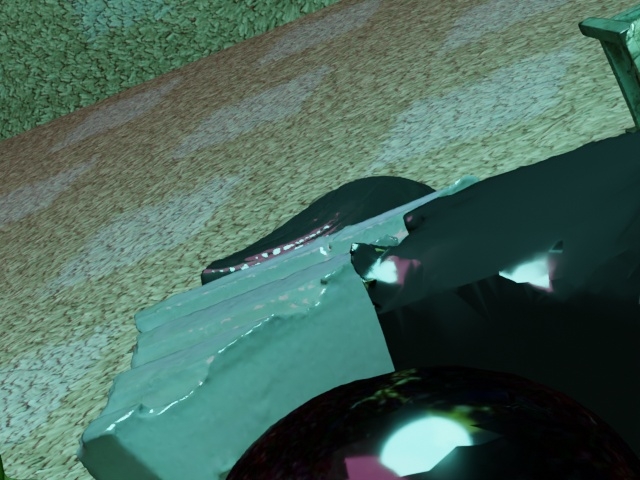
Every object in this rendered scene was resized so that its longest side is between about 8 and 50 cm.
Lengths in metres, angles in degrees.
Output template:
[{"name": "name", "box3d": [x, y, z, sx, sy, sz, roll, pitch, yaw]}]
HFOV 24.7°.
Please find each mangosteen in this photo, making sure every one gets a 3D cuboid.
[{"name": "mangosteen", "box3d": [0.064, 0.173, 0.670, 0.228, 0.228, 0.265, -18, -20, 24]}]

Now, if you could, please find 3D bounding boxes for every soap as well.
[{"name": "soap", "box3d": [0.010, 0.098, 1.026, 0.302, 0.159, 0.258, -24, 13, 14]}]

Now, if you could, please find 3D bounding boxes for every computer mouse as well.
[{"name": "computer mouse", "box3d": [0.015, 0.043, 1.209, 0.264, 0.147, 0.088, -31, 13, -11]}]

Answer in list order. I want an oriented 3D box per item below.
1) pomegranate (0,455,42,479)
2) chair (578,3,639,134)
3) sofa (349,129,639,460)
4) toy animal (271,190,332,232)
[{"name": "pomegranate", "box3d": [-0.302, 0.216, 1.165, 0.209, 0.180, 0.180, 10, 8, -17]}, {"name": "chair", "box3d": [0.352, -0.154, 1.318, 0.136, 0.147, 0.270, -25, 15, 0]}, {"name": "sofa", "box3d": [0.175, 0.051, 0.899, 0.258, 0.200, 0.182, -12, 10, 41]}, {"name": "toy animal", "box3d": [-0.005, -0.005, 1.506, 0.089, 0.083, 0.150, 34, 37, 22]}]
